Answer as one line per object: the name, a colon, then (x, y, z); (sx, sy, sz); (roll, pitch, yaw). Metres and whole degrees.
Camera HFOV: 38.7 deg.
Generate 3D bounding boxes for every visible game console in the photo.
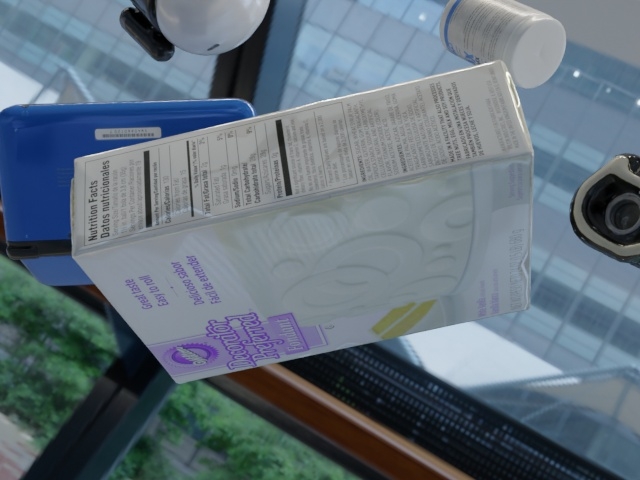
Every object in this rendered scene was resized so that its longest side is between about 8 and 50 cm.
game console: (-0.219, -0.049, 1.106); (0.293, 0.250, 0.173); (-3, 14, -6)

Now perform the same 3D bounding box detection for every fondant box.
fondant box: (0.000, 0.000, 0.741); (0.330, 0.096, 0.238); (-12, -33, 5)

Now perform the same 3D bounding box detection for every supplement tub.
supplement tub: (0.170, -0.194, 0.862); (0.071, 0.071, 0.107); (37, 4, -44)

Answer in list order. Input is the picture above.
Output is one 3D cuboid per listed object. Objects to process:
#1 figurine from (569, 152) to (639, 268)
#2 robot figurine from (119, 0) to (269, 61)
figurine: (0.333, -0.057, 0.790); (0.092, 0.215, 0.209); (36, 7, 40)
robot figurine: (-0.185, -0.369, 1.212); (0.278, 0.173, 0.209); (48, -26, 25)
